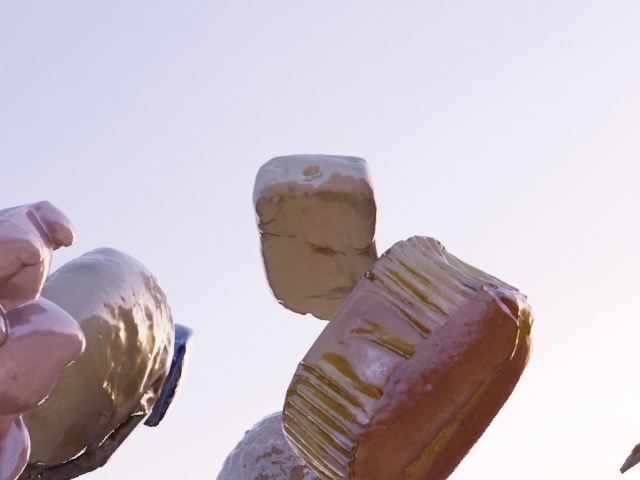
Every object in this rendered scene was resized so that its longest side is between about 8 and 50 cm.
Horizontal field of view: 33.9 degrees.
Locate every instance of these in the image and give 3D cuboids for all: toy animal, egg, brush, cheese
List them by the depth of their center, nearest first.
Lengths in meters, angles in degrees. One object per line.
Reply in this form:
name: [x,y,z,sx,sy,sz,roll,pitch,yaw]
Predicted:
toy animal: [-0.227,0.082,0.779,0.124,0.213,0.124,-6,11,1]
cheese: [0.000,-0.001,1.356,0.159,0.093,0.263,0,-45,4]
brush: [0.456,0.225,1.384,0.083,0.011,0.205,-18,-43,-36]
egg: [-0.044,0.416,1.716,0.279,0.310,0.279,20,-20,8]

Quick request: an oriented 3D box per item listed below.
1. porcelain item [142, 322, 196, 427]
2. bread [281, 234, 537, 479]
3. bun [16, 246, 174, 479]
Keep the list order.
porcelain item: [-0.237,0.171,1.416,0.114,0.147,0.147,19,-34,1]
bread: [0.105,0.147,1.108,0.288,0.156,0.204,-48,-42,-14]
bun: [-0.240,0.128,0.979,0.273,0.168,0.273,-47,-2,-2]
